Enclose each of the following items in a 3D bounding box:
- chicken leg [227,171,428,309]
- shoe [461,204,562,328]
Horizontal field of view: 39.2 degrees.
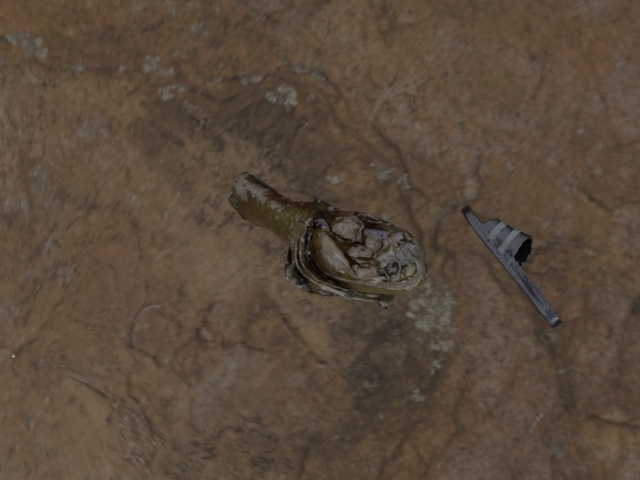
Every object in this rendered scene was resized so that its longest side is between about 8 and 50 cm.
[{"bbox_3d":[-0.001,0.000,0.780,0.196,0.125,0.080,23,96,10],"label":"chicken leg"},{"bbox_3d":[0.239,0.020,1.065,0.049,0.071,0.179,-39,68,8],"label":"shoe"}]
